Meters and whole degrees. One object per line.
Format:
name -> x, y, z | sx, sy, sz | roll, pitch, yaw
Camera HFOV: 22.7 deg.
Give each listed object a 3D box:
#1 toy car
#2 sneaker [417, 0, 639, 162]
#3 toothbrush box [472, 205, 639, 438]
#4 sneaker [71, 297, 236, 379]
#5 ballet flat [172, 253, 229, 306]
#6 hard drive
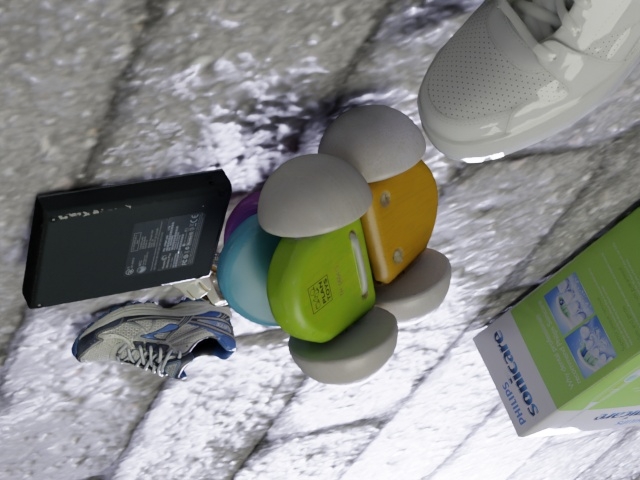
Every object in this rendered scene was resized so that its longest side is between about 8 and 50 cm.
toy car -> 0.000, 0.000, 1.094 | 0.136, 0.159, 0.182 | 6, -148, 32
sneaker -> 0.160, -0.174, 0.937 | 0.292, 0.108, 0.169 | -37, 152, 6
toothbrush box -> 0.324, 0.071, 1.542 | 0.206, 0.122, 0.283 | 0, 146, -43
sneaker -> -0.125, 0.080, 1.238 | 0.135, 0.058, 0.052 | -11, 153, -25
ballet flat -> -0.088, 0.028, 1.188 | 0.041, 0.041, 0.114 | -31, 154, 16
hard drive -> -0.133, -0.001, 1.090 | 0.135, 0.022, 0.094 | -10, 140, -28
